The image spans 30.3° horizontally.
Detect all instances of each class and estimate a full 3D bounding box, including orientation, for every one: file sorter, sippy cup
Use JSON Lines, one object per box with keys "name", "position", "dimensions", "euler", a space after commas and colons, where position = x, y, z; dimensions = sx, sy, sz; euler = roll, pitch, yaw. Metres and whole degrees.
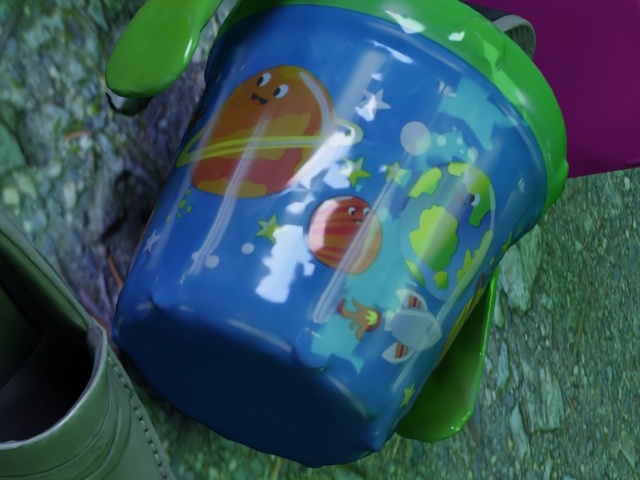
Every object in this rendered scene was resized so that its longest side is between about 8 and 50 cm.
{"name": "file sorter", "position": [0.213, -0.226, 1.112], "dimensions": [0.290, 0.202, 0.182], "euler": [69, 30, -25]}
{"name": "sippy cup", "position": [0.000, 0.000, 0.690], "dimensions": [0.305, 0.240, 0.224], "euler": [31, 61, -8]}

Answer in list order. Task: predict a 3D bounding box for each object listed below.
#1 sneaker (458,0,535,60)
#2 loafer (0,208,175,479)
{"name": "sneaker", "position": [0.058, -0.134, 0.958], "dimensions": [0.222, 0.118, 0.083], "euler": [-29, 133, -29]}
{"name": "loafer", "position": [-0.136, 0.074, 0.508], "dimensions": [0.112, 0.111, 0.319], "euler": [-52, 129, -27]}
